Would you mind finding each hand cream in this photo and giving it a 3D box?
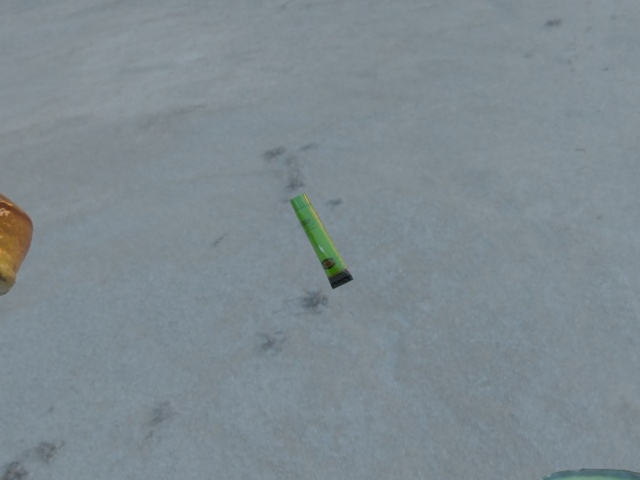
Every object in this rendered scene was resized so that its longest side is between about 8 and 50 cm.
[{"bbox_3d":[0.000,0.000,0.869,0.036,0.122,0.023,-28,0,38],"label":"hand cream"}]

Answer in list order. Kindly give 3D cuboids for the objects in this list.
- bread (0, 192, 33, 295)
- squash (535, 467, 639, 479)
[{"bbox_3d":[-0.523,-0.014,0.940,0.195,0.269,0.143,-29,53,46],"label":"bread"},{"bbox_3d":[0.209,0.386,0.538,0.263,0.384,0.263,-4,44,4],"label":"squash"}]
